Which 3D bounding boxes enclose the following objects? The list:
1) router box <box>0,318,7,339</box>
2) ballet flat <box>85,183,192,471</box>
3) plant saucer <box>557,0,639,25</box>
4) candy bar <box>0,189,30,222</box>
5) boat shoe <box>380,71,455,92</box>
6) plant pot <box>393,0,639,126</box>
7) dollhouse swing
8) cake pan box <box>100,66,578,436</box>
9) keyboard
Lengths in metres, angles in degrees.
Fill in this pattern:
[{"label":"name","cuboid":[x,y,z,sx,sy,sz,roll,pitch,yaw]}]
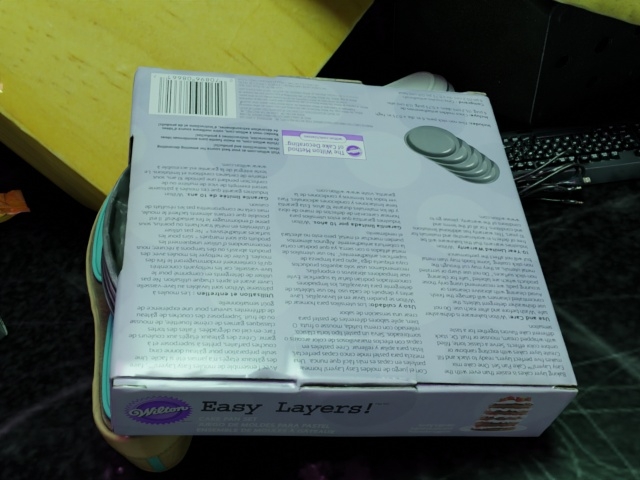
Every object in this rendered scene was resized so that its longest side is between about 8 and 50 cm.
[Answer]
[{"label":"router box","cuboid":[-0.302,0.077,0.590,0.092,0.038,0.122,23,53,31]},{"label":"ballet flat","cuboid":[-0.116,0.046,0.557,0.080,0.073,0.232,-7,48,1]},{"label":"plant saucer","cuboid":[0.167,-0.339,0.640,0.333,0.081,0.332,20,60,11]},{"label":"candy bar","cuboid":[-0.326,-0.006,0.696,0.161,0.018,0.040,-24,41,-13]},{"label":"boat shoe","cuboid":[0.024,-0.088,0.664,0.226,0.075,0.083,-40,38,-27]},{"label":"plant pot","cuboid":[0.187,-0.212,0.706,0.187,0.188,0.167,-25,54,-15]},{"label":"dollhouse swing","cuboid":[-0.184,-0.214,0.770,0.347,0.315,0.305,-54,16,-17]},{"label":"cake pan box","cuboid":[0.000,0.000,0.519,0.267,0.070,0.245,2,49,-12]},{"label":"keyboard","cuboid":[0.170,-0.068,0.653,0.192,0.038,0.100,-8,43,4]}]
